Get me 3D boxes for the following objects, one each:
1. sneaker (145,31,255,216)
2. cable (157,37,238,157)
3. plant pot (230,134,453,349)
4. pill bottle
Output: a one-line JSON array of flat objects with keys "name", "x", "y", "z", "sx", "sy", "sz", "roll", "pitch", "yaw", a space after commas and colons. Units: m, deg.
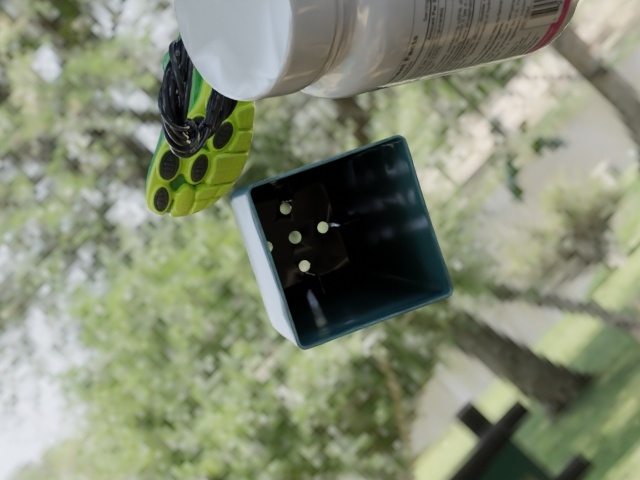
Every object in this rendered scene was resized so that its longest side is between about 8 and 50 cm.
[{"name": "sneaker", "x": -0.133, "y": -0.167, "z": 2.193, "sx": 0.123, "sy": 0.109, "sz": 0.296, "roll": 22, "pitch": 94, "yaw": 66}, {"name": "cable", "x": -0.129, "y": -0.161, "z": 1.952, "sx": 0.184, "sy": 0.047, "sz": 0.151, "roll": -52, "pitch": -20, "yaw": -52}, {"name": "plant pot", "x": 0.000, "y": 0.000, "z": 1.881, "sx": 0.165, "sy": 0.165, "sz": 0.234, "roll": -20, "pitch": 6, "yaw": -14}, {"name": "pill bottle", "x": 0.044, "y": -0.192, "z": 1.358, "sx": 0.283, "sy": 0.160, "sz": 0.160, "roll": -16, "pitch": -21, "yaw": -38}]
